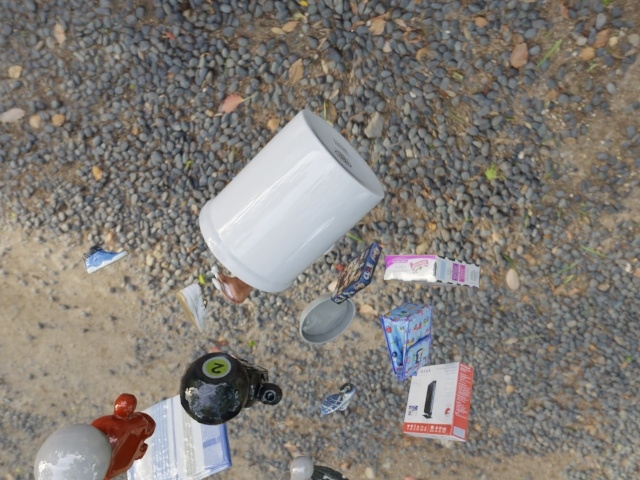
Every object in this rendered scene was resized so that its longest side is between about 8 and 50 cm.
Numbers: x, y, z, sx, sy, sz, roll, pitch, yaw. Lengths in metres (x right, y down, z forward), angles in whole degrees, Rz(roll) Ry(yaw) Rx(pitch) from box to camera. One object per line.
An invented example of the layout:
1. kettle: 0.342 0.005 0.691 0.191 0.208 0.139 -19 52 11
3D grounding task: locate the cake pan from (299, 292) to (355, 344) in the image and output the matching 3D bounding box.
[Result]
1. cake pan: 0.027 0.365 2.047 0.294 0.054 0.292 -16 128 -21

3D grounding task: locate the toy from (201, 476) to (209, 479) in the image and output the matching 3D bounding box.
1. toy: -0.416 0.706 1.483 0.137 0.237 0.056 41 94 -14

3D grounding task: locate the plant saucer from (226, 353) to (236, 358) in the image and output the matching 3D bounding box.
1. plant saucer: -0.357 0.462 1.630 0.084 0.083 0.013 5 117 2

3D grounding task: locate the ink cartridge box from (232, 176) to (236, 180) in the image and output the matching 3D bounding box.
1. ink cartridge box: -0.223 -0.114 1.776 0.224 0.307 0.129 -9 157 -17

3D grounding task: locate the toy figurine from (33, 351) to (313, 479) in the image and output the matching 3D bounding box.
1. toy figurine: -0.117 0.223 0.394 0.213 0.148 0.209 -25 76 -4

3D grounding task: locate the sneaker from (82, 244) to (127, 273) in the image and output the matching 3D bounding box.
1. sneaker: -0.752 0.048 1.499 0.152 0.058 0.084 -24 92 7

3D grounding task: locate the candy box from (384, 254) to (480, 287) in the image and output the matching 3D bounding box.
1. candy box: 0.307 0.085 1.177 0.159 0.234 0.071 -2 81 45

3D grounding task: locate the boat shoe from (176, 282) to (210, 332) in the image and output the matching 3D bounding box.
1. boat shoe: -0.466 0.261 1.657 0.098 0.096 0.277 39 150 23

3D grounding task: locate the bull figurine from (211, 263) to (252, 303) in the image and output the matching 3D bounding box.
1. bull figurine: -0.285 0.104 1.630 0.188 0.310 0.101 41 125 -9

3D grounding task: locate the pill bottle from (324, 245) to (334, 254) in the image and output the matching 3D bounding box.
1. pill bottle: 0.000 0.000 1.520 0.108 0.180 0.107 0 87 1

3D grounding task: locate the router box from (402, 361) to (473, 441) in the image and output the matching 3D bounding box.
1. router box: 0.514 0.708 1.907 0.082 0.300 0.335 25 151 -15

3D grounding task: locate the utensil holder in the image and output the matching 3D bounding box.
1. utensil holder: -0.071 -0.100 1.150 0.328 0.327 0.385 43 112 -15

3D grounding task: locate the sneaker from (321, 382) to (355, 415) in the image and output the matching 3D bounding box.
1. sneaker: 0.058 0.491 1.301 0.052 0.135 0.057 17 123 46

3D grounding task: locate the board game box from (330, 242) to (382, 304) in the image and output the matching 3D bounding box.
1. board game box: 0.130 0.126 1.600 0.042 0.164 0.243 31 146 -10

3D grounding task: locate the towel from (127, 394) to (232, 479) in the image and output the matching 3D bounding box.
1. towel: -0.343 0.477 1.029 0.285 0.209 0.034 -27 147 12

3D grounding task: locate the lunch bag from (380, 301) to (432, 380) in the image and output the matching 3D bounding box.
1. lunch bag: 0.375 0.434 1.828 0.138 0.221 0.292 0 99 39

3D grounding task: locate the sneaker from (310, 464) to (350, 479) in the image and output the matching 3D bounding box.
1. sneaker: 0.063 0.804 1.139 0.410 0.158 0.181 46 129 31
